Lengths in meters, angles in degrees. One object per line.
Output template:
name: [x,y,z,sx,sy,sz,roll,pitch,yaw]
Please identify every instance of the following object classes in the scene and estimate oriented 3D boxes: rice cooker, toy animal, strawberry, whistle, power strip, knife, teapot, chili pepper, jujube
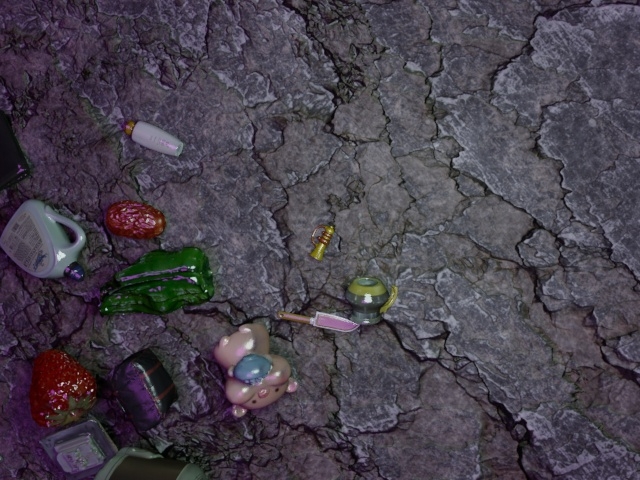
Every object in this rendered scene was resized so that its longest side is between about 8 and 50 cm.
rice cooker: [-0.526,0.795,1.524,0.325,0.335,0.335,6,94,8]
toy animal: [-0.208,0.369,1.529,0.210,0.229,0.221,-26,47,-11]
strawberry: [-0.820,0.450,1.630,0.205,0.205,0.244,-45,64,7]
whistle: [0.002,0.003,1.562,0.046,0.057,0.109,26,86,-39]
power strip: [-0.763,0.682,1.646,0.213,0.064,0.198,-23,109,8]
knife: [-0.007,0.240,1.576,0.256,0.022,0.046,10,90,7]
teapot: [0.150,0.173,1.512,0.165,0.130,0.119,-7,109,-23]
chili pepper: [-0.504,0.123,1.562,0.385,0.213,0.167,-14,49,4]
jujube: [-0.565,-0.061,1.597,0.176,0.109,0.112,7,130,-1]

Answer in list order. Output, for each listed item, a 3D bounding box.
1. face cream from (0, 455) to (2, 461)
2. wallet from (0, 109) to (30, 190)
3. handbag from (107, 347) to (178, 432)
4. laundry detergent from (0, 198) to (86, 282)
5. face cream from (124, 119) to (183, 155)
face cream: [-1.106,0.718,1.742,0.083,0.021,0.040,43,96,4]
wallet: [-1.047,-0.287,1.675,0.168,0.052,0.245,-27,84,8]
handbag: [-0.535,0.448,1.581,0.155,0.169,0.215,-28,91,5]
laundry detergent: [-0.843,0.020,1.632,0.280,0.105,0.215,35,95,6]
face cream: [-0.514,-0.316,1.600,0.182,0.051,0.072,23,97,5]
